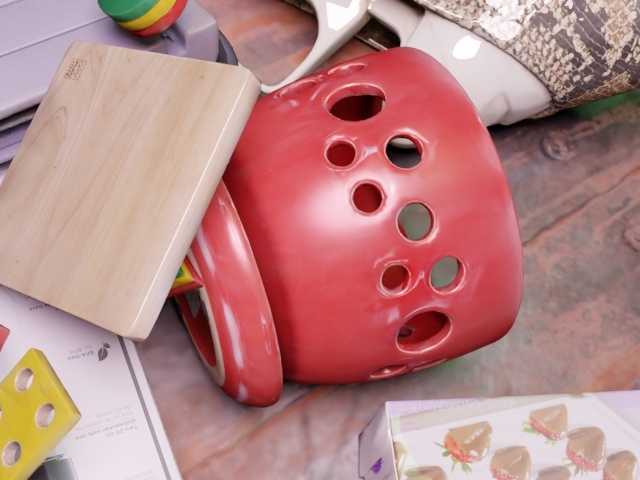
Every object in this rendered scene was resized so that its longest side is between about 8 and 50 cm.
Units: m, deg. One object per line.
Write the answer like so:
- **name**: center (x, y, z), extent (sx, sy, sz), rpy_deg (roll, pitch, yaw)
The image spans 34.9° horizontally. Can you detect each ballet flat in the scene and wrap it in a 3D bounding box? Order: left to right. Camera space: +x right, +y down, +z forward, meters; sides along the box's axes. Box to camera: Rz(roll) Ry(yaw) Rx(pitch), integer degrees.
- **ballet flat**: center (0.023, -0.172, 0.736), extent (0.482, 0.164, 0.182), rpy_deg (26, 80, 5)

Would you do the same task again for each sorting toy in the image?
- **sorting toy**: center (-0.099, -0.016, 0.502), extent (0.132, 0.046, 0.274), rpy_deg (16, 77, 37)

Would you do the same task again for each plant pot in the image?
- **plant pot**: center (0.000, 0.000, 0.602), extent (0.174, 0.191, 0.191), rpy_deg (-21, 70, -16)

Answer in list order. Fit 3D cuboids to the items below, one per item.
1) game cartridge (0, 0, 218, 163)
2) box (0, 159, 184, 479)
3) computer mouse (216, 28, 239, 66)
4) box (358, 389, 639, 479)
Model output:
- **game cartridge**: center (-0.265, -0.112, 0.573), extent (0.355, 0.068, 0.230), rpy_deg (-29, 58, -30)
- **box**: center (-0.186, 0.088, 0.557), extent (0.169, 0.087, 0.290), rpy_deg (-16, 68, -23)
- **computer mouse**: center (-0.179, -0.127, 0.689), extent (0.272, 0.072, 0.188), rpy_deg (24, 60, 11)
- **box**: center (0.186, 0.136, 0.653), extent (0.324, 0.067, 0.063), rpy_deg (0, 63, -15)
